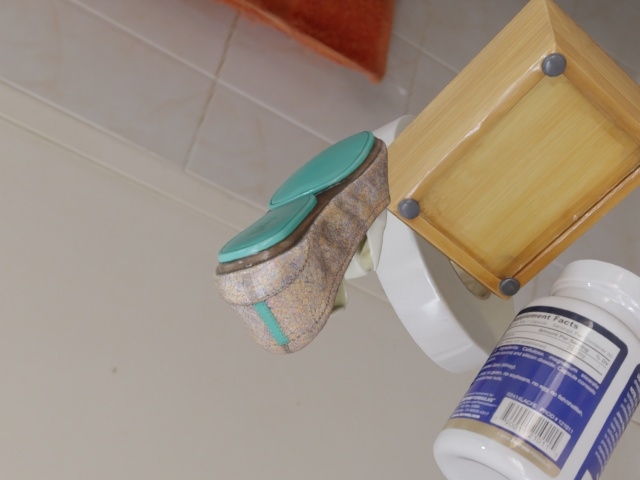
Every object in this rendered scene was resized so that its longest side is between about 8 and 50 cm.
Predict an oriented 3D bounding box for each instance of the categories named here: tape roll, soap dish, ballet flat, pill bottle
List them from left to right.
[{"bbox_3d":[0.000,0.000,0.760,0.108,0.106,0.316,-18,16,27],"label":"ballet flat"},{"bbox_3d":[0.176,0.002,1.319,0.072,0.392,0.392,-24,40,26],"label":"tape roll"},{"bbox_3d":[0.219,-0.086,0.985,0.291,0.229,0.118,-45,20,20],"label":"soap dish"},{"bbox_3d":[0.245,0.154,0.918,0.264,0.153,0.153,-50,16,-25],"label":"pill bottle"}]
